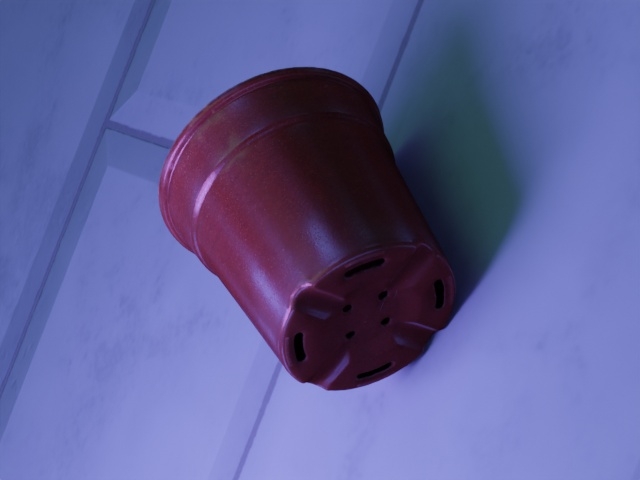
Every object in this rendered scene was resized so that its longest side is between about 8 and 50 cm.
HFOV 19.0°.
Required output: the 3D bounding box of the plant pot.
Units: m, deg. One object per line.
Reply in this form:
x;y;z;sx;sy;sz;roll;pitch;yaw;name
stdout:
0.000;0.000;2.040;0.272;0.272;0.265;-54;44;21;plant pot
